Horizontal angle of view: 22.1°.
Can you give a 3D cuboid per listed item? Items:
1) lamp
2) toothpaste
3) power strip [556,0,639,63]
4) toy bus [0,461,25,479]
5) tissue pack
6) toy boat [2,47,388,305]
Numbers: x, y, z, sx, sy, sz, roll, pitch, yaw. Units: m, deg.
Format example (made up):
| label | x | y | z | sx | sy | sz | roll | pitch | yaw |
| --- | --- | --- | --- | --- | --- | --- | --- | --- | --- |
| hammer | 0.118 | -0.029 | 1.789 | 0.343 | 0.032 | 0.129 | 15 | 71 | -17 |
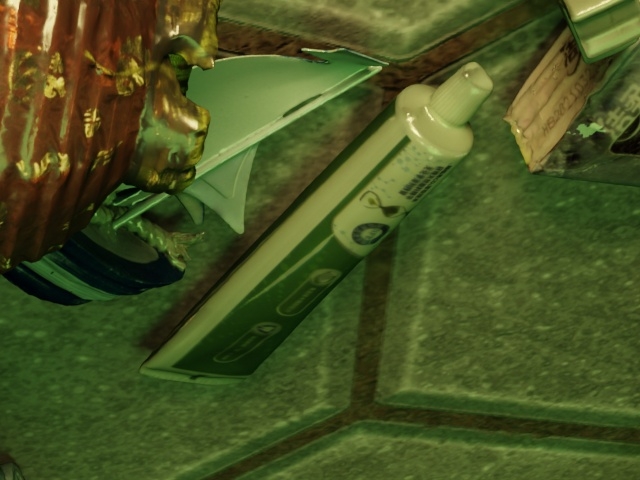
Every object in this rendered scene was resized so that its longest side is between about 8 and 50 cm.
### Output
| label | x | y | z | sx | sy | sz | roll | pitch | yaw |
| --- | --- | --- | --- | --- | --- | --- | --- | --- | --- |
| lamp | -0.165 | -0.096 | 0.823 | 0.247 | 0.247 | 0.247 | -12 | 145 | -8 |
| toothpaste | 0.000 | 0.000 | 1.186 | 0.098 | 0.061 | 0.392 | 11 | 140 | -35 |
| power strip | 0.135 | -0.170 | 0.929 | 0.061 | 0.145 | 0.216 | -26 | 144 | 10 |
| toy bus | -0.313 | 0.237 | 1.260 | 0.152 | 0.190 | 0.312 | -16 | 145 | -1 |
| tissue pack | 0.268 | -0.109 | 1.135 | 0.235 | 0.073 | 0.173 | 5 | 138 | -32 |
| toy boat | -0.092 | -0.040 | 1.084 | 0.291 | 0.070 | 0.210 | -18 | 150 | -6 |
